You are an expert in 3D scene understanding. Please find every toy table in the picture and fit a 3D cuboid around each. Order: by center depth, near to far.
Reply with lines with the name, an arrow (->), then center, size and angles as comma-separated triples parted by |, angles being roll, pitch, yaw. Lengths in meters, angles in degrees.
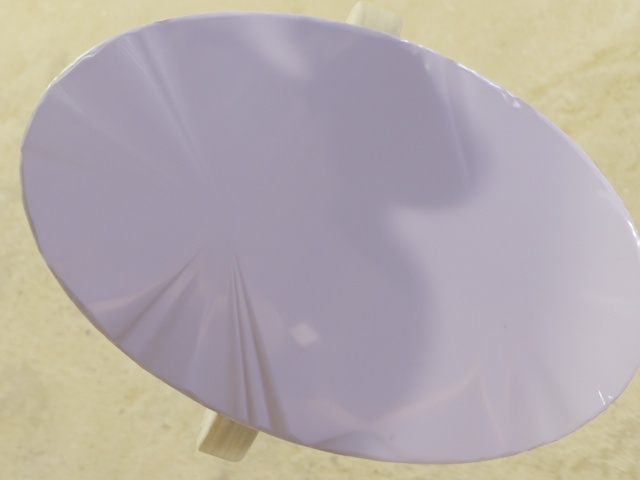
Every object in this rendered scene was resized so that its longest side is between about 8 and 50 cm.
toy table -> 0.000, 0.000, 0.577 | 0.274, 0.161, 0.252 | 31, 88, -7
